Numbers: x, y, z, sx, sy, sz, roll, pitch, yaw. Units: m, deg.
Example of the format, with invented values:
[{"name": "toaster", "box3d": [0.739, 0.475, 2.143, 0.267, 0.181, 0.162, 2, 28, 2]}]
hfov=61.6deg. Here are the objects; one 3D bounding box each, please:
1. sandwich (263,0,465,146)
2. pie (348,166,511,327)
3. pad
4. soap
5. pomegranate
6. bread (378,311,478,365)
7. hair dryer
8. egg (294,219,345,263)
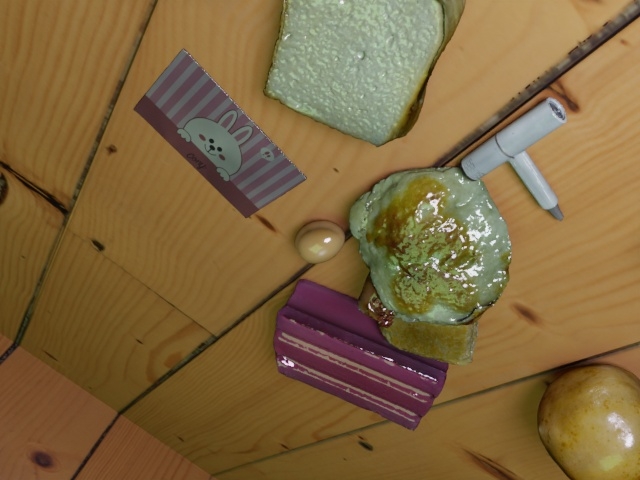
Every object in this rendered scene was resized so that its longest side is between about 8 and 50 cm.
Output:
[{"name": "sandwich", "box3d": [0.050, -0.263, 0.704, 0.226, 0.087, 0.251, 27, 141, 6]}, {"name": "pie", "box3d": [0.175, 0.018, 0.871, 0.257, 0.105, 0.274, 1, 108, 26]}, {"name": "pad", "box3d": [-0.187, -0.178, 0.982, 0.300, 0.005, 0.202, 46, 136, -17]}, {"name": "soap", "box3d": [0.079, 0.252, 1.165, 0.360, 0.128, 0.233, 22, 137, 8]}, {"name": "pomegranate", "box3d": [0.498, 0.335, 0.947, 0.233, 0.233, 0.233, 16, 137, 15]}, {"name": "bread", "box3d": [0.199, 0.146, 1.014, 0.196, 0.102, 0.138, 13, 133, 20]}, {"name": "hair dryer", "box3d": [0.317, -0.096, 0.761, 0.183, 0.044, 0.155, 36, 140, -15]}, {"name": "egg", "box3d": [0.000, 0.000, 0.998, 0.096, 0.080, 0.080, -32, 111, 32]}]
